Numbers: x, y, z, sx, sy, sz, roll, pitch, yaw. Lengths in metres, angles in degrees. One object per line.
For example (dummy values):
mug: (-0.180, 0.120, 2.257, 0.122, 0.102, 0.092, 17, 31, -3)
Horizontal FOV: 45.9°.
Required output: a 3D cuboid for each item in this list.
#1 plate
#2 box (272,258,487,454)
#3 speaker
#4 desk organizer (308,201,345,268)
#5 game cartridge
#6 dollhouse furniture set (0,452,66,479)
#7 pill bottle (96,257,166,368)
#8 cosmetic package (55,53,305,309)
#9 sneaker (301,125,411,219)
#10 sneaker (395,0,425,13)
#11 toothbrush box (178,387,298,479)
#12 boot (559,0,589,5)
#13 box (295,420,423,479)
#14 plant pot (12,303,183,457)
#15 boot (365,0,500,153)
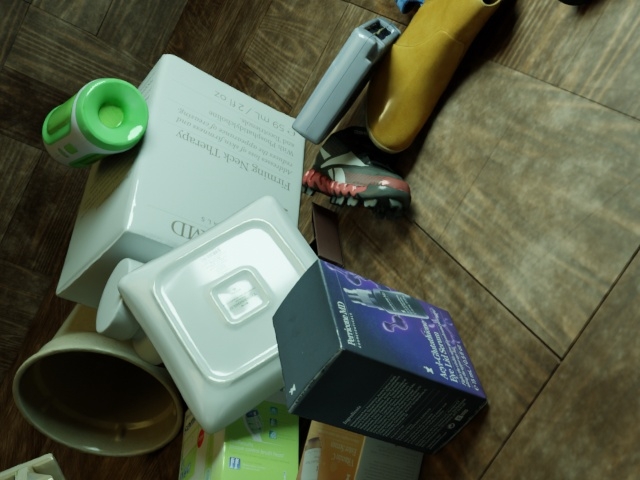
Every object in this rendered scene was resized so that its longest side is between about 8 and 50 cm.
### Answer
plate: (-0.114, 0.087, 1.084, 0.278, 0.277, 0.045, 53, 165, 22)
box: (0.063, 0.135, 0.869, 0.108, 0.207, 0.153, -53, 31, 26)
speaker: (-0.402, -0.201, 1.329, 0.297, 0.131, 0.131, -2, 68, 59)
desk organizer: (0.000, 0.000, 1.254, 0.047, 0.050, 0.130, -48, 33, 33)
game cartridge: (0.041, -0.250, 1.191, 0.196, 0.060, 0.294, -58, 0, 23)
dollhouse furniture set: (-0.480, 0.629, 1.199, 0.362, 0.257, 0.394, -133, 25, -60)
pill bottle: (-0.199, 0.137, 1.231, 0.169, 0.302, 0.169, -42, 35, 40)
cosmetic package: (-0.258, -0.063, 1.458, 0.327, 0.330, 0.393, -33, 43, 45)
sneaker: (0.062, -0.112, 1.176, 0.276, 0.098, 0.135, 26, 95, 64)
sneaker: (0.200, -0.423, 1.218, 0.209, 0.069, 0.082, -4, 99, 50)
toothbrush box: (-0.126, 0.352, 1.115, 0.206, 0.122, 0.283, -51, 29, 45)
boot: (0.351, -0.434, 0.906, 0.246, 0.094, 0.207, -45, 38, 47)
box: (0.037, 0.307, 0.914, 0.130, 0.091, 0.170, -9, 62, 58)
plant pot: (-0.427, 0.233, 1.599, 0.334, 0.334, 0.305, -48, 22, 32)
boot: (0.171, -0.281, 1.083, 0.211, 0.104, 0.295, -30, 36, 64)
